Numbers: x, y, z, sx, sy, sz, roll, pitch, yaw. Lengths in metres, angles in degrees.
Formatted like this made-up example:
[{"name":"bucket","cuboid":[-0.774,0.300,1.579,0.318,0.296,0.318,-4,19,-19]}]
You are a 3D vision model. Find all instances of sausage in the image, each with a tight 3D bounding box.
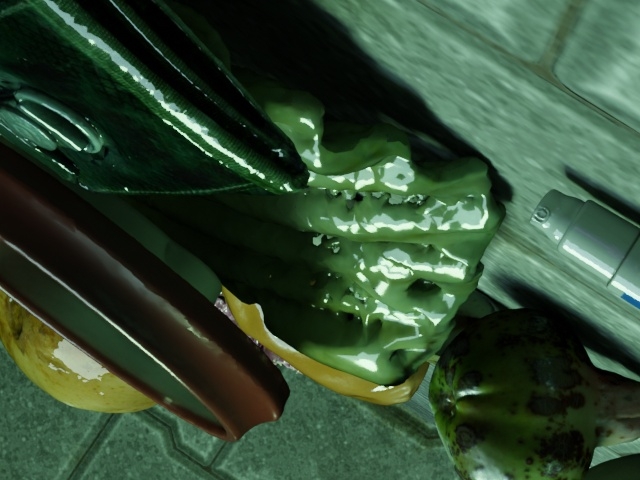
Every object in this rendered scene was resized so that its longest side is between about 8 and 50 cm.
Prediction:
[{"name":"sausage","cuboid":[-0.001,0.068,1.340,0.241,0.120,0.136,34,159,-1]}]

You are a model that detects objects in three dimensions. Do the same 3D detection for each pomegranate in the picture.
[{"name":"pomegranate","cuboid":[-0.263,0.063,1.832,0.338,0.338,0.338,33,173,4]},{"name":"pomegranate","cuboid":[0.153,0.113,0.945,0.163,0.138,0.125,-11,159,26]}]

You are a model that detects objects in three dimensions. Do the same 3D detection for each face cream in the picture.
[{"name":"face cream","cuboid":[0.153,0.018,0.614,0.130,0.034,0.034,33,173,9]}]

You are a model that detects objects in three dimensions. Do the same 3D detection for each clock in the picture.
[{"name":"clock","cuboid":[-0.148,0.009,0.868,0.318,0.080,0.318,34,165,10]}]

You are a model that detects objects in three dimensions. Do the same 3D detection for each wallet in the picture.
[{"name":"wallet","cuboid":[-0.115,-0.073,0.623,0.160,0.055,0.236,41,165,-25]}]

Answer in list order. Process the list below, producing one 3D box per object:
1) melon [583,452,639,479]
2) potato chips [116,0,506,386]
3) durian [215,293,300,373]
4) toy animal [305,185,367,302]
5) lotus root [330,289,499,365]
[{"name":"melon","cuboid":[0.266,0.281,1.032,0.272,0.272,0.308,28,-166,39]},{"name":"potato chips","cuboid":[-0.077,-0.074,0.796,0.389,0.097,0.373,34,164,20]},{"name":"durian","cuboid":[-0.061,0.059,1.628,0.341,0.112,0.191,21,141,-11]},{"name":"toy animal","cuboid":[0.003,-0.005,1.016,0.124,0.085,0.071,27,155,11]},{"name":"lotus root","cuboid":[0.070,0.052,1.109,0.143,0.070,0.144,28,170,-7]}]
